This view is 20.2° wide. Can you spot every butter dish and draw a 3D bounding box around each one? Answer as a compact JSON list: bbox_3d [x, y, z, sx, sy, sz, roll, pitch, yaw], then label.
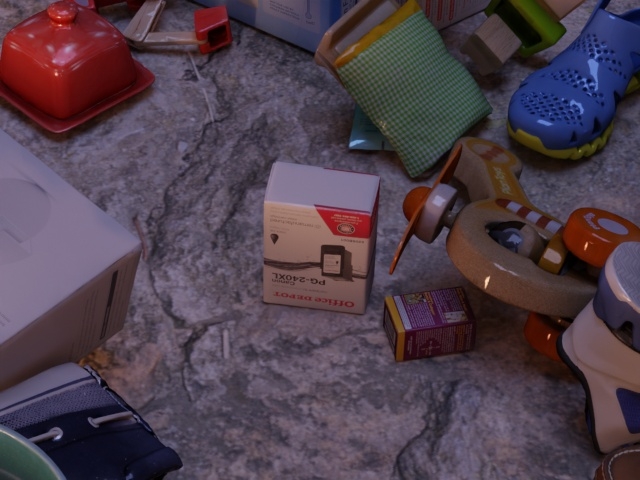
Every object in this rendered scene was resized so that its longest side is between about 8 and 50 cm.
[{"bbox_3d":[-0.294,-0.222,2.071,0.160,0.118,0.160,-32,53,-33],"label":"butter dish"}]

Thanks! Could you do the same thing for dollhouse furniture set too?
[{"bbox_3d":[0.162,-0.244,2.028,0.197,0.151,0.301,47,52,-4],"label":"dollhouse furniture set"}]

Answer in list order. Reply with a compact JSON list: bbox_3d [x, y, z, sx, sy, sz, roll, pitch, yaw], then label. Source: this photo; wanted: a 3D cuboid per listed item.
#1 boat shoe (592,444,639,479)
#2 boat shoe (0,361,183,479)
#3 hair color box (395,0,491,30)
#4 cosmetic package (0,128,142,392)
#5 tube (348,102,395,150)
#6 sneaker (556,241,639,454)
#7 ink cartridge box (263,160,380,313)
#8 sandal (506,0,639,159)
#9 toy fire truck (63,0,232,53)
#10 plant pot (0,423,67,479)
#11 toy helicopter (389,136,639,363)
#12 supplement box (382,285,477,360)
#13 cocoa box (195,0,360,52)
[{"bbox_3d":[0.352,0.285,1.532,0.123,0.120,0.324,-18,46,-22],"label":"boat shoe"},{"bbox_3d":[-0.271,0.224,1.545,0.158,0.127,0.340,35,41,26],"label":"boat shoe"},{"bbox_3d":[0.152,-0.316,2.218,0.167,0.093,0.053,-29,49,-31],"label":"hair color box"},{"bbox_3d":[-0.330,0.035,1.680,0.224,0.138,0.225,38,49,18],"label":"cosmetic package"},{"bbox_3d":[0.074,-0.179,2.098,0.080,0.052,0.207,-1,47,3],"label":"tube"},{"bbox_3d":[0.350,0.135,1.703,0.315,0.182,0.127,28,42,-15],"label":"sneaker"},{"bbox_3d":[0.000,0.000,1.814,0.109,0.150,0.063,7,46,5],"label":"ink cartridge box"},{"bbox_3d":[0.320,-0.211,2.078,0.126,0.138,0.317,27,49,22],"label":"sandal"},{"bbox_3d":[-0.212,-0.278,2.181,0.192,0.047,0.135,-14,62,-2],"label":"toy fire truck"},{"bbox_3d":[-0.312,0.311,1.368,0.272,0.255,0.271,2,42,-2],"label":"plant pot"},{"bbox_3d":[0.177,-0.023,1.856,0.235,0.140,0.355,13,24,-13],"label":"toy helicopter"},{"bbox_3d":[0.109,0.083,1.804,0.083,0.043,0.055,-7,42,-10],"label":"supplement box"},{"bbox_3d":[-0.064,-0.422,2.221,0.347,0.231,0.228,26,48,24],"label":"cocoa box"}]
